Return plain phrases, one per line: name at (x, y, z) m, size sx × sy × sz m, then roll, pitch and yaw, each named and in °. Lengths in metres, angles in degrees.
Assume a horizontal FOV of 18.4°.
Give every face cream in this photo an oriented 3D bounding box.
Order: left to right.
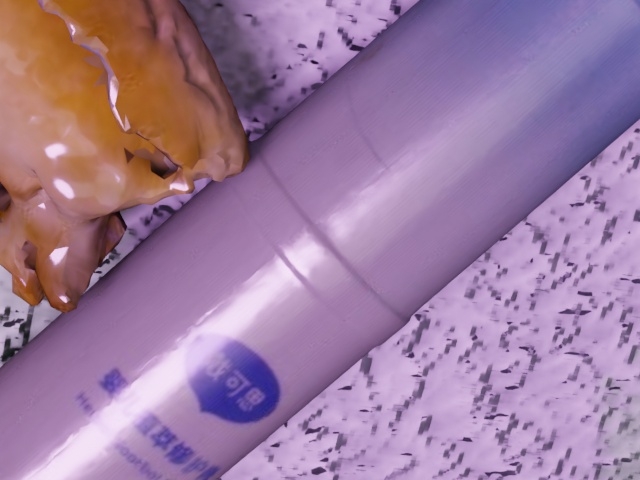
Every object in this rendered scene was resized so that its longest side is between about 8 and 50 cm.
face cream at (0.000, 0.000, 0.634) m, size 0.250 × 0.077 × 0.077 m, roll -42°, pitch 115°, yaw 6°

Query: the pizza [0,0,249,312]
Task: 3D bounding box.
pizza at (-0.276, -0.102, 0.529) m, size 0.435 × 0.080 × 0.391 m, roll -21°, pitch 116°, yaw -4°
